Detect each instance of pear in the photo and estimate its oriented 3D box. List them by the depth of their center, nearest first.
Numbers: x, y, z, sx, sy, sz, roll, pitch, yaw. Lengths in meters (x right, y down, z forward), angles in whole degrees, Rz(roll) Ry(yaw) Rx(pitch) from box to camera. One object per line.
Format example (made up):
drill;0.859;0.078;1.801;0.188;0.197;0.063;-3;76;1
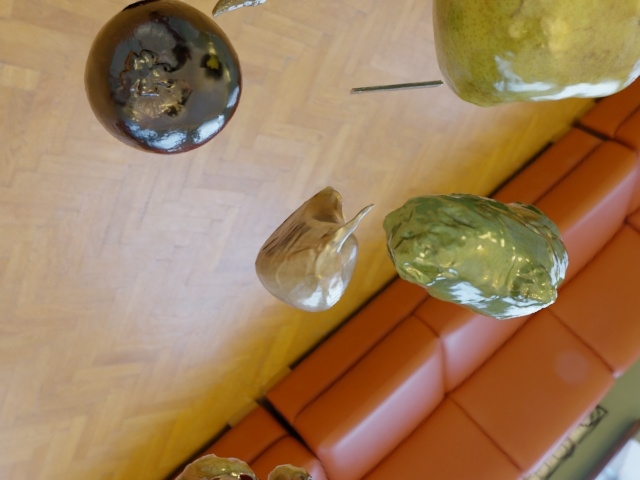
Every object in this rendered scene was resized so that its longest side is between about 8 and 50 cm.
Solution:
pear;0.280;-0.320;0.884;0.304;0.304;0.304;-28;138;-29

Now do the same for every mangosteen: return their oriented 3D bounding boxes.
mangosteen;-0.229;-0.240;1.038;0.228;0.228;0.265;-58;-176;8

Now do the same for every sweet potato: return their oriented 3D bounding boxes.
sweet potato;-0.174;-0.677;1.877;0.274;0.067;0.067;-28;140;-10

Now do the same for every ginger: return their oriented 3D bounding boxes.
ginger;0.128;0.005;0.553;0.089;0.137;0.290;-53;173;18

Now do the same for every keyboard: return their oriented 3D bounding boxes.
keyboard;0.148;-0.300;1.350;0.176;0.055;0.014;-6;101;-5

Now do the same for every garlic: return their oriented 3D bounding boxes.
garlic;-0.004;0.008;0.688;0.128;0.090;0.198;-57;-174;2

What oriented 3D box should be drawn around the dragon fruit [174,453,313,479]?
dragon fruit;-0.073;0.312;0.592;0.263;0.314;0.296;-42;134;-45
